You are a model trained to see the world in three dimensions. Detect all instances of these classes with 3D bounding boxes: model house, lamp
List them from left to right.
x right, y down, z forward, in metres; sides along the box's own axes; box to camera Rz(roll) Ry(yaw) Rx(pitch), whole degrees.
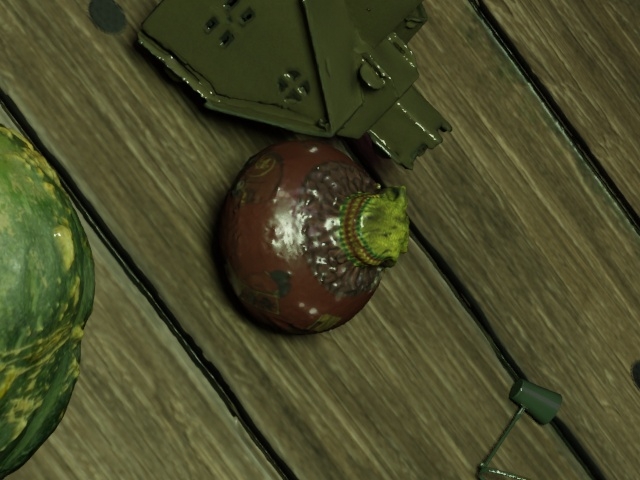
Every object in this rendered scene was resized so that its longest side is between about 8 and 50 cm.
[{"bbox_3d":[-0.002,-0.004,1.157,0.156,0.135,0.157,52,56,-36],"label":"lamp"},{"bbox_3d":[0.025,-0.176,1.223,0.243,0.204,0.211,45,34,-4],"label":"model house"},{"bbox_3d":[0.174,0.169,1.294,0.054,0.041,0.121,33,46,-11],"label":"lamp"}]

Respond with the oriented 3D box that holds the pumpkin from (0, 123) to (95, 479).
[{"bbox_3d":[-0.282,0.024,0.821,0.327,0.291,0.258,5,79,-27],"label":"pumpkin"}]
